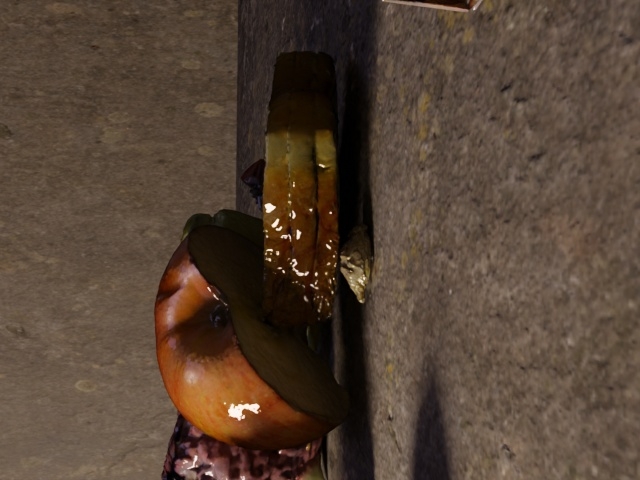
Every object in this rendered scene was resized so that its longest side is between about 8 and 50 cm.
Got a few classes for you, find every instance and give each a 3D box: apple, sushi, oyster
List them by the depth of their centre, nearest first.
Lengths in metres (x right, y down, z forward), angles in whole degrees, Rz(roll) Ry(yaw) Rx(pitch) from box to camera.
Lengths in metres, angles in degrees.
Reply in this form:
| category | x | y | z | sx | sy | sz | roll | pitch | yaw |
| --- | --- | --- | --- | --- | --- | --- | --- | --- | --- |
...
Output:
| category | x | y | z | sx | sy | sz | roll | pitch | yaw |
| --- | --- | --- | --- | --- | --- | --- | --- | --- | --- |
| oyster | 0.037 | 0.023 | 1.448 | 0.083 | 0.038 | 0.081 | -115 | 26 | -70 |
| apple | -0.113 | 0.143 | 1.540 | 0.163 | 0.251 | 0.293 | -40 | 53 | 18 |
| sushi | -0.103 | 0.300 | 1.745 | 0.270 | 0.236 | 0.171 | 115 | 179 | -71 |

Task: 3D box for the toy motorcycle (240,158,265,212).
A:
| category | x | y | z | sx | sy | sz | roll | pitch | yaw |
| --- | --- | --- | --- | --- | --- | --- | --- | --- | --- |
| toy motorcycle | -0.058 | -0.035 | 1.835 | 0.084 | 0.118 | 0.212 | 81 | -171 | -84 |

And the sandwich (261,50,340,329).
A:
| category | x | y | z | sx | sy | sz | roll | pitch | yaw |
| --- | --- | --- | --- | --- | --- | --- | --- | --- | --- |
| sandwich | -0.024 | -0.075 | 1.540 | 0.301 | 0.099 | 0.271 | -86 | -5 | -64 |

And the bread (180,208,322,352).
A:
| category | x | y | z | sx | sy | sz | roll | pitch | yaw |
| --- | --- | --- | --- | --- | --- | --- | --- | --- | --- |
| bread | -0.101 | 0.068 | 1.746 | 0.124 | 0.186 | 0.257 | -74 | -30 | -50 |

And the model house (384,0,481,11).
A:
| category | x | y | z | sx | sy | sz | roll | pitch | yaw |
| --- | --- | --- | --- | --- | --- | --- | --- | --- | --- |
| model house | 0.094 | -0.243 | 0.873 | 0.136 | 0.207 | 0.219 | 32 | -141 | -57 |
